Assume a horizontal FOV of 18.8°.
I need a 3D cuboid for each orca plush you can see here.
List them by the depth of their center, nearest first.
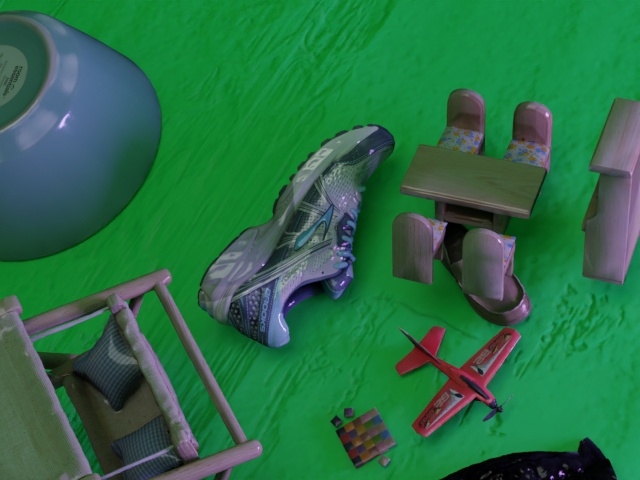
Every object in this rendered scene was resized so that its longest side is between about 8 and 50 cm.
[{"bbox_3d":[0.148,0.270,1.873,0.287,0.102,0.151,-19,56,8],"label":"orca plush"}]

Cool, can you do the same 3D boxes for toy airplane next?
[{"bbox_3d":[0.134,0.138,2.002,0.151,0.028,0.151,-9,57,14],"label":"toy airplane"}]

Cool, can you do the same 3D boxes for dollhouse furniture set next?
[{"bbox_3d":[0.207,-0.068,1.980,0.242,0.161,0.212,12,46,15],"label":"dollhouse furniture set"}]

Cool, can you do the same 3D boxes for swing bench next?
[{"bbox_3d":[-0.237,0.186,1.961,0.255,0.165,0.253,-9,50,-30],"label":"swing bench"}]

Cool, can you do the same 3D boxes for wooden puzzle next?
[{"bbox_3d":[0.047,0.204,2.008,0.049,0.006,0.083,-30,55,1],"label":"wooden puzzle"}]

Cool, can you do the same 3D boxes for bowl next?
[{"bbox_3d":[-0.362,-0.147,2.274,0.312,0.163,0.311,-9,59,16],"label":"bowl"}]

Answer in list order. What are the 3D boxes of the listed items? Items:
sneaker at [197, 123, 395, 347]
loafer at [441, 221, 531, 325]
[{"bbox_3d":[0.000,0.000,2.106,0.122,0.110,0.283,38,81,15],"label":"sneaker"},{"bbox_3d":[0.165,0.033,2.039,0.056,0.050,0.148,-40,55,-6],"label":"loafer"}]
